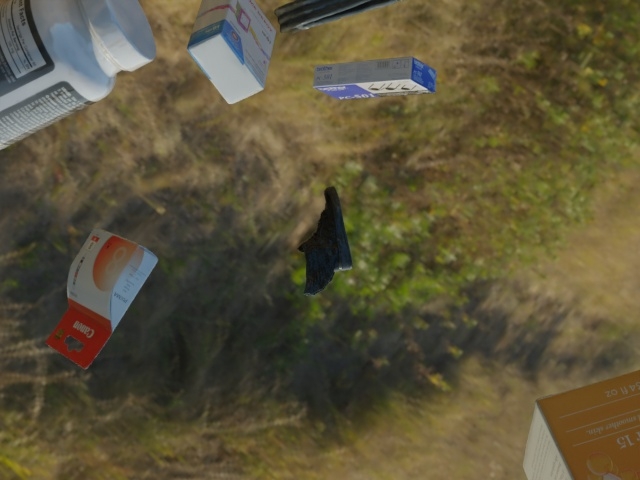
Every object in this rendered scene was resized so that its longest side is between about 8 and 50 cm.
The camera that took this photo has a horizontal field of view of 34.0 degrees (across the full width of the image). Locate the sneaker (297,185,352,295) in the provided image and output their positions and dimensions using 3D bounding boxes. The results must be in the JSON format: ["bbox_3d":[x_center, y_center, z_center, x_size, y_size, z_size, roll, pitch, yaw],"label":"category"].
[{"bbox_3d":[0.000,0.000,1.714,0.089,0.170,0.051,-12,172,1],"label":"sneaker"}]

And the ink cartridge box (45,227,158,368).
[{"bbox_3d":[-0.318,0.075,1.451,0.045,0.145,0.179,42,74,-36],"label":"ink cartridge box"}]

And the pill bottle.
[{"bbox_3d":[-0.471,-0.297,1.731,0.363,0.210,0.210,-24,165,11],"label":"pill bottle"}]

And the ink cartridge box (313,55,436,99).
[{"bbox_3d":[0.099,-0.296,1.917,0.097,0.207,0.046,14,79,-57],"label":"ink cartridge box"}]

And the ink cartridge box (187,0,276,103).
[{"bbox_3d":[-0.101,-0.234,1.216,0.052,0.122,0.088,-21,128,23],"label":"ink cartridge box"}]

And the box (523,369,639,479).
[{"bbox_3d":[0.371,0.310,1.038,0.215,0.345,0.168,-16,145,-7],"label":"box"}]

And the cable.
[{"bbox_3d":[0.083,-0.240,0.883,0.139,0.287,0.072,-34,113,-40],"label":"cable"}]
